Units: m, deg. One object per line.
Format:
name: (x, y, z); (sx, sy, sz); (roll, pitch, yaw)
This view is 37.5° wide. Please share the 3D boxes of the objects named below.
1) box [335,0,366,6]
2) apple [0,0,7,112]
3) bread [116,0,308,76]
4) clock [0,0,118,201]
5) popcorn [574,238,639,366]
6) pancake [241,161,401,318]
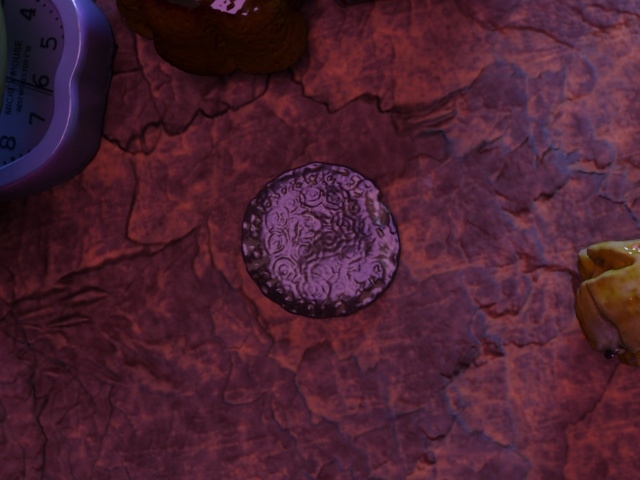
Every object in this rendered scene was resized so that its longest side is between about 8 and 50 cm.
box: (0.088, -0.335, 1.061); (0.182, 0.133, 0.099); (-4, 88, 9)
apple: (-0.546, -0.172, 0.938); (0.473, 0.473, 0.474); (0, 89, 11)
bread: (-0.125, -0.318, 1.103); (0.246, 0.135, 0.232); (11, 78, 14)
clock: (-0.426, -0.206, 1.179); (0.338, 0.102, 0.339); (0, 89, 12)
popcorn: (0.342, 0.063, 0.997); (0.152, 0.167, 0.149); (-33, 118, -26)
pancake: (0.000, 0.000, 1.131); (0.199, 0.021, 0.199); (0, 89, 11)
